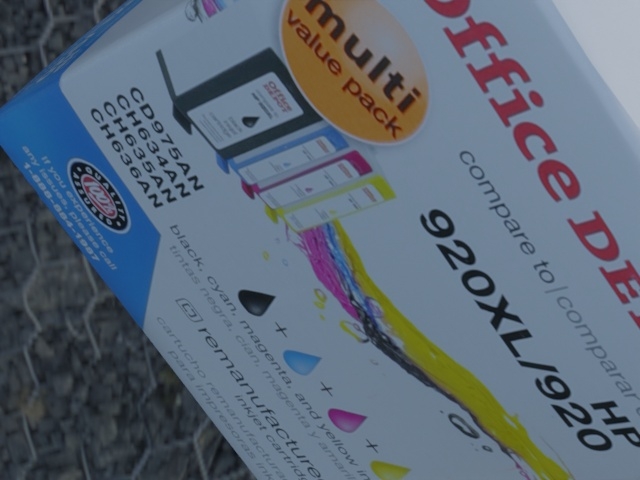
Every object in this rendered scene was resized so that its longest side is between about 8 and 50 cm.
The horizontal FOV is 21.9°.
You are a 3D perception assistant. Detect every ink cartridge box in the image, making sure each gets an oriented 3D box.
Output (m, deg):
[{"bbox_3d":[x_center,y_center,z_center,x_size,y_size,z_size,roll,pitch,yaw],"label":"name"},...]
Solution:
[{"bbox_3d":[0.056,-0.040,0.480,0.168,0.233,0.171,-45,106,-34],"label":"ink cartridge box"}]
